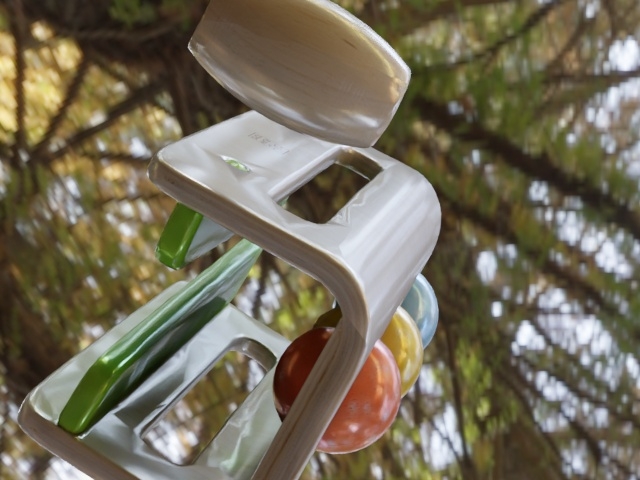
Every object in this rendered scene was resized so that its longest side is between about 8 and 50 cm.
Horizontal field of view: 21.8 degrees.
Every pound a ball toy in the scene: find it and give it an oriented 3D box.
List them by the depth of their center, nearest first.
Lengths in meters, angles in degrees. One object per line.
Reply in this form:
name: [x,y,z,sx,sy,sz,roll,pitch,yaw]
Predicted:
pound a ball toy: [0.000,0.000,0.724,0.136,0.319,0.208,30,-78,3]
